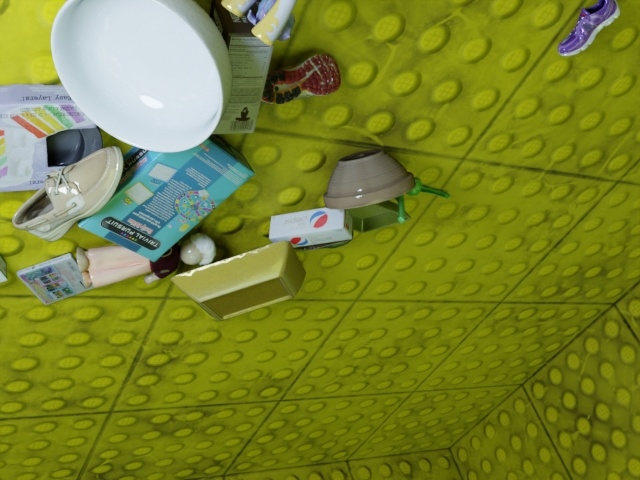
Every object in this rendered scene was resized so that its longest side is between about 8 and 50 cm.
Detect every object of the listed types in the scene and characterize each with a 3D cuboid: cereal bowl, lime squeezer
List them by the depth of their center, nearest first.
[{"bbox_3d":[-0.313,-0.338,1.367,0.339,0.141,0.338,10,135,11],"label":"cereal bowl"},{"bbox_3d":[0.262,-0.130,2.040,0.310,0.110,0.058,-25,142,-54],"label":"lime squeezer"}]

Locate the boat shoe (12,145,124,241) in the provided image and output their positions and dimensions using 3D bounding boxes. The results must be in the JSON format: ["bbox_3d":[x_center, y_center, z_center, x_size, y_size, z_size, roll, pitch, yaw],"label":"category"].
[{"bbox_3d":[-0.531,-0.101,1.545,0.302,0.109,0.098,-33,147,27],"label":"boat shoe"}]

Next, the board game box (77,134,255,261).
[{"bbox_3d":[-0.355,-0.119,1.685,0.336,0.079,0.254,-40,147,10],"label":"board game box"}]

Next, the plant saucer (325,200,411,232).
[{"bbox_3d":[0.122,-0.081,2.025,0.188,0.045,0.188,-16,155,43],"label":"plant saucer"}]

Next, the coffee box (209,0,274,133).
[{"bbox_3d":[-0.172,-0.352,1.479,0.098,0.141,0.246,-5,140,-22],"label":"coffee box"}]

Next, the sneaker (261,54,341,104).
[{"bbox_3d":[-0.053,-0.348,1.599,0.225,0.093,0.087,-18,103,-31],"label":"sneaker"}]

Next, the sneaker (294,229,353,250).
[{"bbox_3d":[0.000,0.000,2.097,0.192,0.064,0.086,-7,168,2],"label":"sneaker"}]

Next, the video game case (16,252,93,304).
[{"bbox_3d":[-0.686,0.102,1.918,0.143,0.019,0.157,-19,146,-3],"label":"video game case"}]

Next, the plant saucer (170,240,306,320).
[{"bbox_3d":[-0.210,0.132,2.065,0.333,0.080,0.332,-18,159,2],"label":"plant saucer"}]

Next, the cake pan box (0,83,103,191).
[{"bbox_3d":[-0.590,-0.208,1.517,0.267,0.070,0.245,-5,144,-23],"label":"cake pan box"}]

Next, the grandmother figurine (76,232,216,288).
[{"bbox_3d":[-0.442,0.049,1.908,0.343,0.104,0.207,-10,152,-11],"label":"grandmother figurine"}]

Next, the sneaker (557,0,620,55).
[{"bbox_3d":[0.629,-0.517,1.760,0.071,0.068,0.170,32,112,-31],"label":"sneaker"}]

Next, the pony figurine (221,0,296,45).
[{"bbox_3d":[-0.038,-0.520,1.223,0.351,0.302,0.363,31,108,-19],"label":"pony figurine"}]

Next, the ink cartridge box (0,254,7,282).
[{"bbox_3d":[-0.827,0.032,1.713,0.109,0.062,0.209,-17,144,-6],"label":"ink cartridge box"}]

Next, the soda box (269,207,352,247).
[{"bbox_3d":[-0.025,-0.035,1.969,0.216,0.073,0.069,-8,149,20],"label":"soda box"}]

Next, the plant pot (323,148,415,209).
[{"bbox_3d":[0.114,-0.163,1.858,0.238,0.237,0.109,-16,105,-7],"label":"plant pot"}]
